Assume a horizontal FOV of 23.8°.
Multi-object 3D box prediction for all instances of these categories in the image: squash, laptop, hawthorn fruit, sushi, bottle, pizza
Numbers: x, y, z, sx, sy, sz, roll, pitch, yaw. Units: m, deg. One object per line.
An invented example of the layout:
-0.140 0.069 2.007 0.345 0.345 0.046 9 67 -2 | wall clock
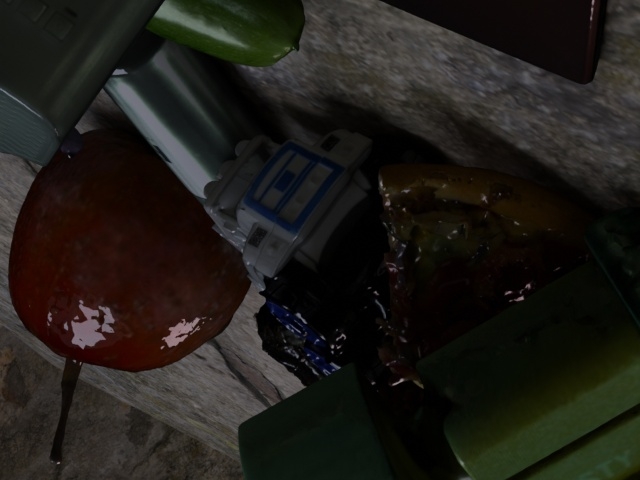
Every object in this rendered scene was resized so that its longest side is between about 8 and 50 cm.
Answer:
-0.139 -0.194 0.920 0.292 0.082 0.082 33 165 -10 | squash
0.052 -0.158 0.779 0.207 0.026 0.154 26 162 16 | laptop
-0.199 0.014 1.458 0.235 0.263 0.231 54 162 45 | hawthorn fruit
0.001 0.111 1.629 0.150 0.090 0.078 41 159 -27 | sushi
-0.100 -0.099 1.174 0.253 0.079 0.096 52 -167 -52 | bottle
0.110 0.042 1.034 0.201 0.053 0.193 13 126 -14 | pizza

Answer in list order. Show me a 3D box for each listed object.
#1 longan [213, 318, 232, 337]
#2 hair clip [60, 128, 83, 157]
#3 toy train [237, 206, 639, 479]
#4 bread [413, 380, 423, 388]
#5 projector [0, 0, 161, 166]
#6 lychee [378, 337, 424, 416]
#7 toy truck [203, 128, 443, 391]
-0.148 0.070 1.793 0.119 0.106 0.106 -28 132 23 | longan
-0.276 -0.156 1.336 0.278 0.090 0.137 29 180 40 | hair clip
0.146 0.150 1.001 0.253 0.397 0.160 55 -170 -35 | toy train
0.187 0.113 1.231 0.236 0.106 0.140 28 166 12 | bread
-0.192 -0.189 0.800 0.250 0.198 0.108 34 160 -9 | projector
0.113 0.194 1.430 0.271 0.236 0.236 50 171 18 | lychee
0.000 0.000 1.145 0.177 0.161 0.213 30 166 28 | toy truck
